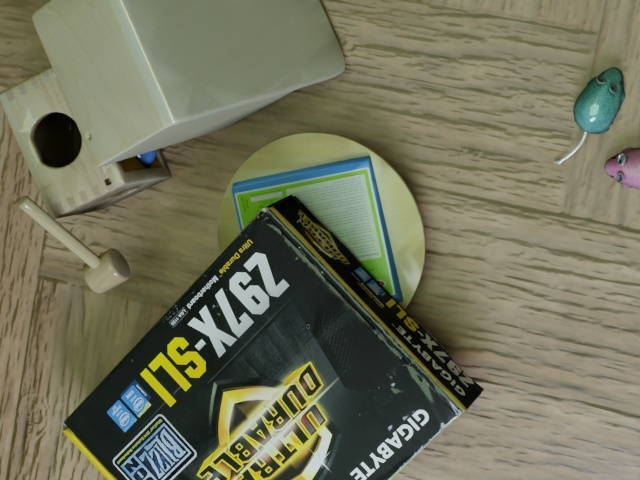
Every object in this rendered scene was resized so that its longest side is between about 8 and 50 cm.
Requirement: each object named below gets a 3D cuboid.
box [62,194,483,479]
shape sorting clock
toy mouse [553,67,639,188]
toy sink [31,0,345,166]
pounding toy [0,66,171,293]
[{"bbox_3d":[-0.051,0.157,1.519,0.257,0.079,0.322,47,113,6],"label":"box"},{"bbox_3d":[0.000,0.000,1.532,0.206,0.040,0.206,3,99,20],"label":"shape sorting clock"},{"bbox_3d":[0.273,-0.097,1.456,0.143,0.031,0.161,-20,90,16],"label":"toy mouse"},{"bbox_3d":[-0.119,-0.178,1.488,0.131,0.234,0.153,-24,89,45],"label":"toy sink"},{"bbox_3d":[-0.207,-0.061,1.509,0.094,0.181,0.206,-24,89,15],"label":"pounding toy"}]
